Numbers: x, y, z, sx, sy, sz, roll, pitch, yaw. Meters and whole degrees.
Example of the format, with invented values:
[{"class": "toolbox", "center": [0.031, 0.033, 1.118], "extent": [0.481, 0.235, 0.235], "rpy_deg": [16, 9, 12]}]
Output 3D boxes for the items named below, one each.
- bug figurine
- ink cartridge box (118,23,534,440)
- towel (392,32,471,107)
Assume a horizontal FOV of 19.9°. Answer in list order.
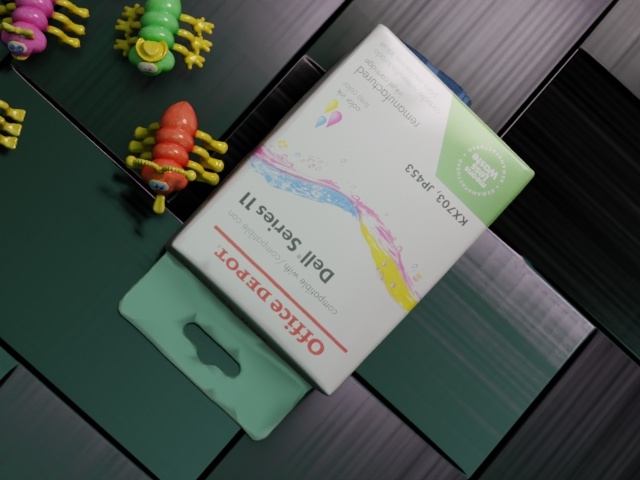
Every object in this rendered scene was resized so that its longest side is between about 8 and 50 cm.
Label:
[{"class": "bug figurine", "center": [-0.219, -0.142, 1.664], "extent": [0.279, 0.072, 0.216], "rpy_deg": [9, 72, 3]}, {"class": "ink cartridge box", "center": [0.000, 0.000, 1.687], "extent": [0.207, 0.119, 0.353], "rpy_deg": [43, 84, -5]}, {"class": "towel", "center": [0.086, -0.150, 1.780], "extent": [0.119, 0.029, 0.067], "rpy_deg": [38, 78, -5]}]
